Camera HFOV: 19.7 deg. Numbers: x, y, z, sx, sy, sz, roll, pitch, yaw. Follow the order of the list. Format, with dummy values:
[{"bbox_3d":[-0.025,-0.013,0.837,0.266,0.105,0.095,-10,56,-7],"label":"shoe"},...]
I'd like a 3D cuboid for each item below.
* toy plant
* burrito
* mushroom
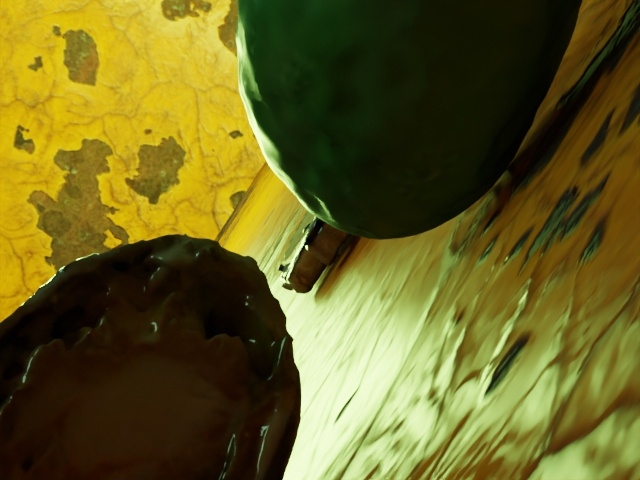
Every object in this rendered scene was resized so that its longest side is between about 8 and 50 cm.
[{"bbox_3d":[0.059,-0.203,0.438,0.317,0.210,0.356,137,152,-67],"label":"toy plant"},{"bbox_3d":[-0.111,0.136,0.583,0.299,0.105,0.143,-56,0,39],"label":"burrito"},{"bbox_3d":[0.000,0.001,0.816,0.049,0.019,0.101,-58,2,-8],"label":"mushroom"}]
